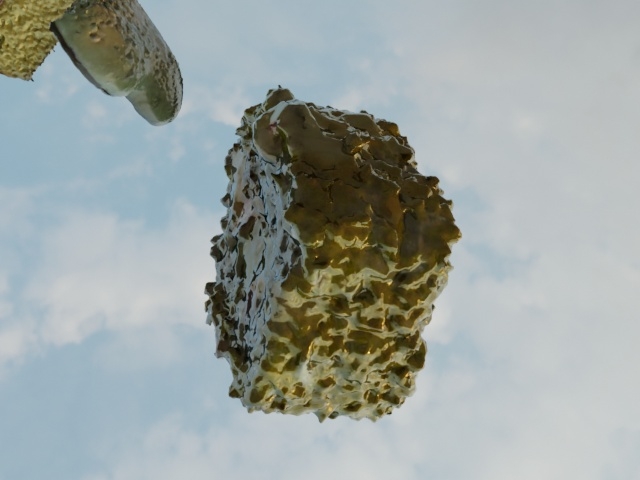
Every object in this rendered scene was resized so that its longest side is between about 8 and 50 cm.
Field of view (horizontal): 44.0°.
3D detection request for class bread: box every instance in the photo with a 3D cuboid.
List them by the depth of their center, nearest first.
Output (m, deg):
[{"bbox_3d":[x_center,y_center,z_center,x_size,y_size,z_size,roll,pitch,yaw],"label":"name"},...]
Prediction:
[{"bbox_3d":[-0.230,-0.232,0.932,0.064,0.232,0.172,-24,-108,11],"label":"bread"},{"bbox_3d":[-0.521,-0.418,1.457,0.129,0.260,0.134,37,-147,-25],"label":"bread"}]

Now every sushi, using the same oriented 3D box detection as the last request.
[{"bbox_3d":[0.000,0.000,0.997,0.240,0.351,0.396,6,-152,-20],"label":"sushi"}]
